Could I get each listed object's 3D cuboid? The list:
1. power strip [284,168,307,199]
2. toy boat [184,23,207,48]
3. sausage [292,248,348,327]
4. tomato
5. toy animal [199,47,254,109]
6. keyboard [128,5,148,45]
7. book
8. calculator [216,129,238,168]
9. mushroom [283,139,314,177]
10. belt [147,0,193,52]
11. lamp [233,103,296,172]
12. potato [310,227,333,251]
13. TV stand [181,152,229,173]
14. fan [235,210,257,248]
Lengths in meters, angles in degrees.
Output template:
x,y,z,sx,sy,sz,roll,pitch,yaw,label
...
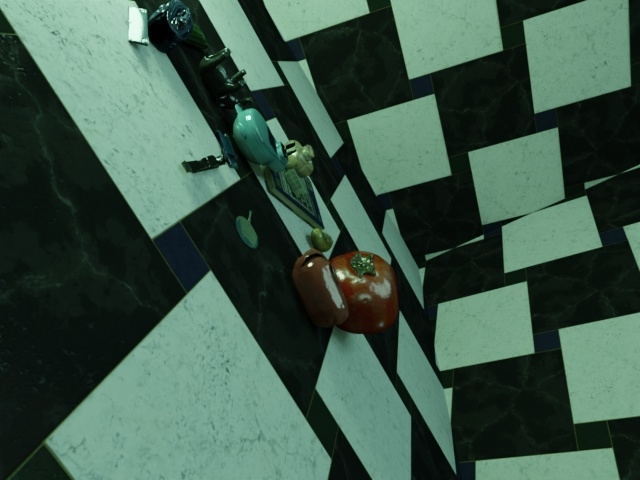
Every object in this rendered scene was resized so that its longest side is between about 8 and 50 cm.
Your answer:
x,y,z,sx,sy,sz,roll,pitch,yaw,label
-0.098,-0.226,2.080,0.136,0.050,0.019,63,10,-4,power strip
-0.479,-0.759,1.875,0.104,0.052,0.210,65,18,-4,toy boat
-0.003,0.167,1.768,0.280,0.152,0.152,68,18,13,sausage
0.158,0.198,1.962,0.325,0.292,0.290,-98,-173,-58,tomato
-0.339,-0.577,1.865,0.245,0.146,0.114,58,24,-13,toy animal
-0.546,-0.644,1.535,0.055,0.014,0.176,4,53,-26,keyboard
-0.123,-0.240,2.181,0.428,0.039,0.300,38,30,-54,book
-0.317,-0.309,1.755,0.094,0.019,0.141,8,59,-69,calculator
-0.092,-0.345,2.146,0.166,0.127,0.166,45,24,-26,mushroom
-0.478,-0.707,1.669,0.122,0.128,0.218,53,22,-33,belt
-0.220,-0.362,1.888,0.284,0.147,0.210,30,36,-38,lamp
0.000,0.000,2.144,0.138,0.070,0.092,36,34,-54,potato
-0.344,-0.229,1.527,0.036,0.042,0.249,64,17,-7,TV stand
-0.232,-0.044,1.645,0.113,0.005,0.175,52,22,-32,fan
